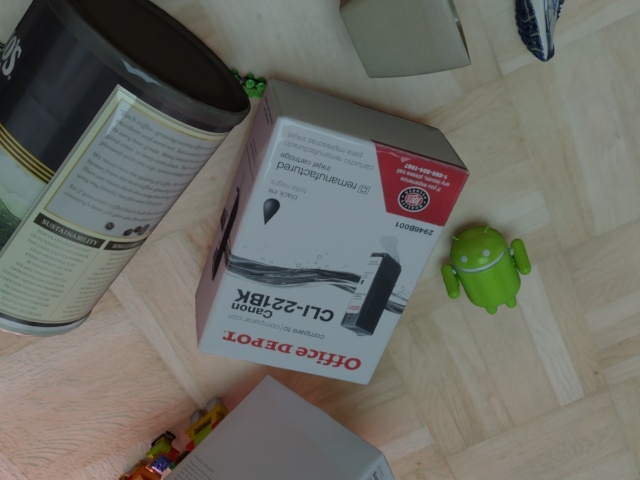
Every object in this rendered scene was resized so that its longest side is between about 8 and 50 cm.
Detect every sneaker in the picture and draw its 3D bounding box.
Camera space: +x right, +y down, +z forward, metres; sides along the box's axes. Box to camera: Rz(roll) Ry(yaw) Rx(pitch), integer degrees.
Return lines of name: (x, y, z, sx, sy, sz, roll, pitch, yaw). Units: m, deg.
sneaker: (0.227, -0.245, 0.778, 0.058, 0.052, 0.135, -18, 121, -3)

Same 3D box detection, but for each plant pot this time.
plant pot: (0.076, -0.215, 0.746, 0.096, 0.109, 0.109, -20, 121, 17)

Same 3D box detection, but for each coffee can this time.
coffee can: (-0.225, -0.077, 0.717, 0.201, 0.201, 0.275, 33, 110, -24)

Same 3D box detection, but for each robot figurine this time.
robot figurine: (0.194, 0.032, 0.921, 0.101, 0.067, 0.115, -19, 121, 17)

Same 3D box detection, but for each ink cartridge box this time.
ink cartridge box: (0.000, 0.000, 0.813, 0.197, 0.114, 0.273, 14, 117, -16)

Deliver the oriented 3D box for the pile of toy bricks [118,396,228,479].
pile of toy bricks: (-0.172, 0.314, 1.005, 0.212, 0.105, 0.118, -40, 117, 14)

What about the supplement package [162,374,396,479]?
supplement package: (-0.058, 0.343, 0.907, 0.262, 0.199, 0.198, -43, 134, -23)

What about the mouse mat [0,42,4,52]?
mouse mat: (-0.404, -0.139, 0.768, 0.152, 0.007, 0.190, 25, 112, -21)

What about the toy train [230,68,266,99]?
toy train: (-0.070, -0.157, 0.803, 0.083, 0.017, 0.024, 13, 126, -16)
